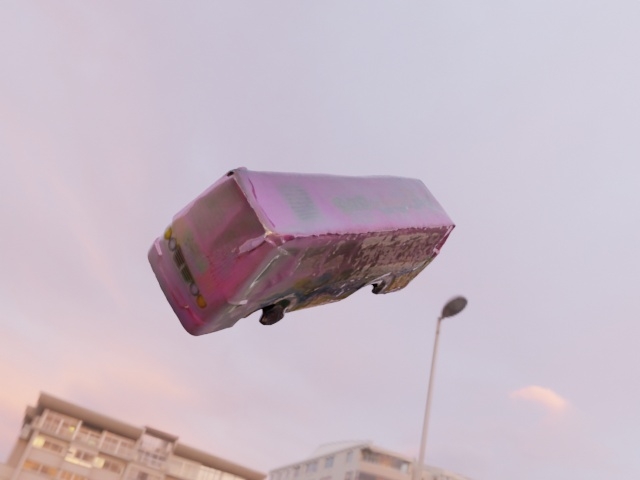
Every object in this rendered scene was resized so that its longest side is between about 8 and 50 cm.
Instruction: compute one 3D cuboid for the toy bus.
[{"bbox_3d":[0.000,0.001,0.516,0.274,0.090,0.112,-6,-34,-51],"label":"toy bus"}]
